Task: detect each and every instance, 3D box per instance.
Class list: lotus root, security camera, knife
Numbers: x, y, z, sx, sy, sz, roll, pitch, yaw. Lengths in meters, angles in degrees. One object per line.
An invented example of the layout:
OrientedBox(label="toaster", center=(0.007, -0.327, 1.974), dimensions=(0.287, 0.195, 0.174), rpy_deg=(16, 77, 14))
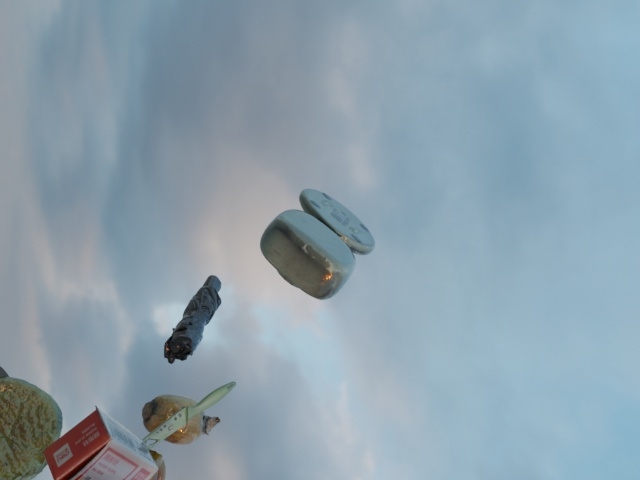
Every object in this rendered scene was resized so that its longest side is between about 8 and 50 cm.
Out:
OrientedBox(label="lotus root", center=(-0.378, 0.492, 1.981), dimensions=(0.125, 0.221, 0.118), rpy_deg=(-58, -156, 21))
OrientedBox(label="security camera", center=(0.000, 0.000, 1.168), dimensions=(0.080, 0.157, 0.301), rpy_deg=(-52, 178, 20))
OrientedBox(label="knife", center=(-0.322, 0.422, 1.786), dimensions=(0.020, 0.293, 0.043), rpy_deg=(-9, -72, 51))

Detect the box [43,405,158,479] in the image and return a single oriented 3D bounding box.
OrientedBox(label="box", center=(-0.418, 0.426, 1.396), dimensions=(0.099, 0.133, 0.182), rpy_deg=(44, -11, 41))

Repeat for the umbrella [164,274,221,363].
OrientedBox(label="umbrella", center=(-0.231, 0.141, 1.376), dimensions=(0.059, 0.066, 0.236), rpy_deg=(65, 23, -23))

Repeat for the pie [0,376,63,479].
OrientedBox(label="pie", center=(-0.719, 0.432, 1.634), dimensions=(0.078, 0.277, 0.277), rpy_deg=(-49, -133, 43))

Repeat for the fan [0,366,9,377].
OrientedBox(label="fan", center=(-0.787, 0.297, 1.736), dimensions=(0.085, 0.005, 0.133), rpy_deg=(-25, -74, 47))

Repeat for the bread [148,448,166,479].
OrientedBox(label="bread", center=(-0.498, 0.726, 1.891), dimensions=(0.185, 0.109, 0.380), rpy_deg=(4, -87, 19))
